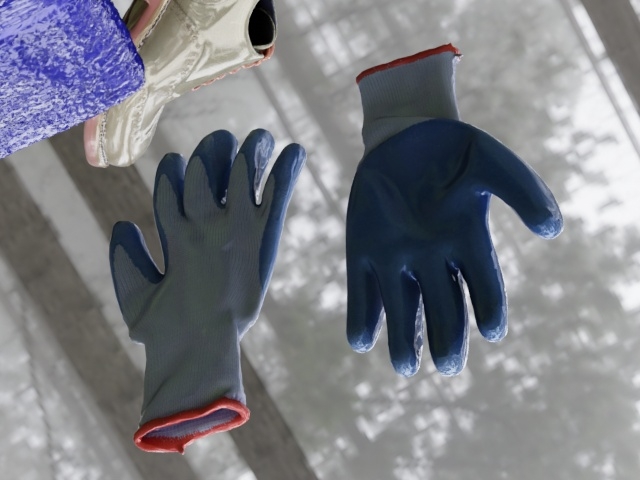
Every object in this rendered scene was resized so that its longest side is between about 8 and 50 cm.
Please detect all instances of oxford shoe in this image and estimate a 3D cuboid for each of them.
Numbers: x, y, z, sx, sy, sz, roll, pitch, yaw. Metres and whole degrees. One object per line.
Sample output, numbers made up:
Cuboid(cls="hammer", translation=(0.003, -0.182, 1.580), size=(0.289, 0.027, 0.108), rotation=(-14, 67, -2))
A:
Cuboid(cls="oxford shoe", translation=(-0.110, -0.160, 1.229), size=(0.348, 0.130, 0.123), rotation=(125, -16, -51))

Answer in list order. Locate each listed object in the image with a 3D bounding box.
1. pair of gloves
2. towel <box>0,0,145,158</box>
Cuboid(cls="pair of gloves", translation=(0.000, 0.000, 0.586), size=(0.198, 0.023, 0.159), rotation=(-17, -129, 19))
Cuboid(cls="towel", translation=(-0.261, -0.139, 1.013), size=(0.227, 0.076, 0.308), rotation=(-20, 158, 3))
